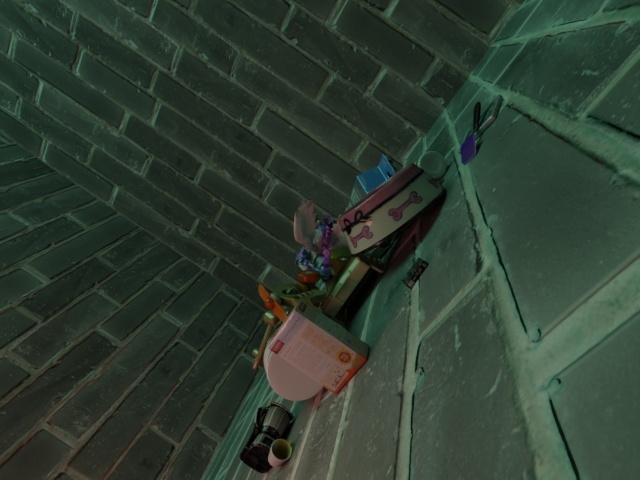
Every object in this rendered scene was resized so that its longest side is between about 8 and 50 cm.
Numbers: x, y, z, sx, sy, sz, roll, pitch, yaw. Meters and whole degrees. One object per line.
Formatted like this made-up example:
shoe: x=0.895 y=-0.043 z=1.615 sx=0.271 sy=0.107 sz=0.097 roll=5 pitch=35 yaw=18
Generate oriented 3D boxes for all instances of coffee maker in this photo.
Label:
coffee maker: x=-0.176 y=0.657 z=1.382 sx=0.178 sy=0.120 sz=0.172 roll=-56 pitch=-22 yaw=-59

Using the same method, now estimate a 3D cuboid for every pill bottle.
pill bottle: x=-0.076 y=0.386 z=1.444 sx=0.224 sy=0.224 sz=0.392 roll=-56 pitch=2 yaw=-2
pill bottle: x=0.428 y=-0.283 z=1.747 sx=0.119 sy=0.119 sz=0.208 roll=-56 pitch=2 yaw=-10

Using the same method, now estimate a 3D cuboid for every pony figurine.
pony figurine: x=0.000 y=0.000 z=1.759 sx=0.363 sy=0.302 sz=0.352 roll=-144 pitch=60 yaw=-67

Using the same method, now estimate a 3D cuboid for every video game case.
video game case: x=0.590 y=-0.427 z=1.559 sx=0.173 sy=0.022 sz=0.190 roll=-58 pitch=2 yaw=-39

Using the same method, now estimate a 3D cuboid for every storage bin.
storage bin: x=0.124 y=0.172 z=1.663 sx=0.262 sy=0.123 sz=0.260 roll=-55 pitch=2 yaw=10

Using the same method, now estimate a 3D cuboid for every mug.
mug: x=-0.114 y=0.616 z=1.211 sx=0.064 sy=0.078 sz=0.062 roll=-65 pitch=29 yaw=32

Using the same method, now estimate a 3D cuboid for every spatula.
spatula: x=0.536 y=-0.388 z=1.484 sx=0.297 sy=0.030 sz=0.084 roll=-66 pitch=5 yaw=-31

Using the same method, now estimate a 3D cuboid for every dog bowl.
dog bowl: x=0.237 y=-0.120 z=1.523 sx=0.407 sy=0.150 sz=0.408 roll=-37 pitch=4 yaw=3

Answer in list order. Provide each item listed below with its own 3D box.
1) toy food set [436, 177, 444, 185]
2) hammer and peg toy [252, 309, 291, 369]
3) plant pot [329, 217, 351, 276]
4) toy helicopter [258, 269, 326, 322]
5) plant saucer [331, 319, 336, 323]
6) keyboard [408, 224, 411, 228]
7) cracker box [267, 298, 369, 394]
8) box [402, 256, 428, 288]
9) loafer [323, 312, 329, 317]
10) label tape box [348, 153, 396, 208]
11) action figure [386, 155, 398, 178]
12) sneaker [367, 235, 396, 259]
toy food set: x=0.441 y=-0.209 z=1.635 sx=0.078 sy=0.019 sz=0.122 roll=-57 pitch=2 yaw=-26
hammer and peg toy: x=-0.172 y=0.432 z=1.773 sx=0.266 sy=0.127 sz=0.361 roll=-57 pitch=-43 yaw=-14
plant pot: x=0.120 y=0.072 z=1.987 sx=0.276 sy=0.275 sz=0.254 roll=-55 pitch=14 yaw=32
toy helicopter: x=-0.085 y=0.213 z=1.468 sx=0.355 sy=0.234 sz=0.140 roll=-146 pitch=55 yaw=-71
plant saucer: x=0.039 y=0.377 z=1.837 sx=0.119 sy=0.021 sz=0.119 roll=-55 pitch=2 yaw=3
keyboard: x=0.368 y=-0.104 z=1.699 sx=0.108 sy=0.023 sz=0.180 roll=-55 pitch=1 yaw=28
cracker box: x=-0.006 y=0.288 z=1.143 sx=0.156 sy=0.232 sz=0.067 roll=-55 pitch=2 yaw=25
box: x=0.257 y=0.088 z=1.151 sx=0.083 sy=0.018 sz=0.067 roll=-56 pitch=1 yaw=5
loafer: x=0.056 y=0.267 z=1.857 sx=0.220 sy=0.078 sz=0.080 roll=-45 pitch=-19 yaw=-12
label tape box: x=0.235 y=-0.173 z=1.856 sx=0.334 sy=0.105 sz=0.241 roll=103 pitch=150 yaw=-48
action figure: x=0.320 y=-0.238 z=1.893 sx=0.185 sy=0.098 sz=0.285 roll=-105 pitch=7 yaw=-72
sneaker: x=0.242 y=0.029 z=1.790 sx=0.235 sy=0.090 sz=0.095 roll=-57 pitch=11 yaw=20
